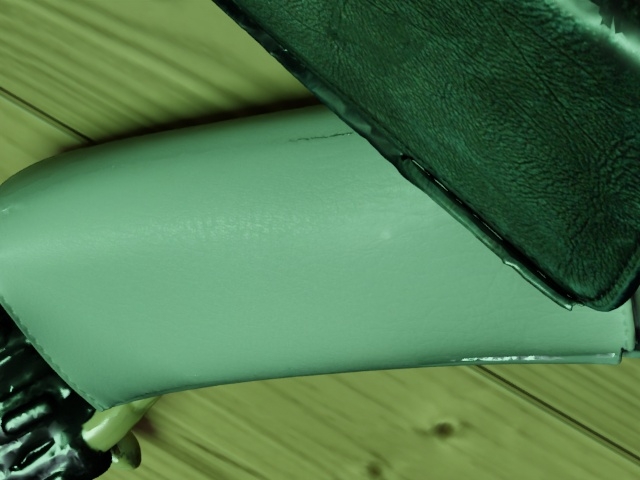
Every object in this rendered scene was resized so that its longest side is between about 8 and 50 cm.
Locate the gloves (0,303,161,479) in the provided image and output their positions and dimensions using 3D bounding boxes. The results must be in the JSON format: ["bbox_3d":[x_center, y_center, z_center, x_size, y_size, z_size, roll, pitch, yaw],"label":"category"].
[{"bbox_3d":[-0.174,0.078,0.819,0.203,0.124,0.164,-4,143,33],"label":"gloves"}]

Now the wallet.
[{"bbox_3d":[0.002,-0.108,0.549,0.318,0.045,0.172,40,158,16],"label":"wallet"}]

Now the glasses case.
[{"bbox_3d":[0.001,0.002,0.697,0.308,0.083,0.128,-7,116,26],"label":"glasses case"}]
